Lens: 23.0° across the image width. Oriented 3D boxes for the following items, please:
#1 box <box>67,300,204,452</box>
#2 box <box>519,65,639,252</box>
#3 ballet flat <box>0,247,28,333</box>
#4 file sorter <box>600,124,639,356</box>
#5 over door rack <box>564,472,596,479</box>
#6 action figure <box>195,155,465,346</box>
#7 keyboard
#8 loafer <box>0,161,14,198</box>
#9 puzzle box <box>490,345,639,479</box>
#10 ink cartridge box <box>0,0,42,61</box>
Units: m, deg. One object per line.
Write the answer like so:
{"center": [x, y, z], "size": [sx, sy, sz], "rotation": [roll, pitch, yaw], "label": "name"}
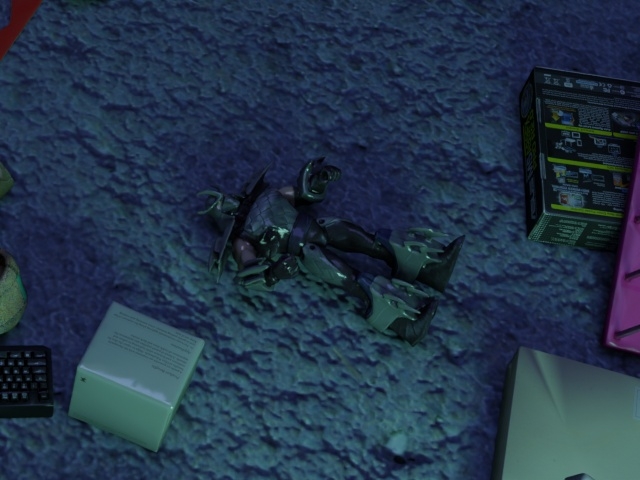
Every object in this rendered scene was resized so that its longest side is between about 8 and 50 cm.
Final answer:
{"center": [-0.180, 0.134, 1.531], "size": [0.101, 0.102, 0.087], "rotation": [23, 53, 0], "label": "box"}
{"center": [0.372, -0.086, 1.842], "size": [0.270, 0.060, 0.216], "rotation": [7, 57, -9], "label": "box"}
{"center": [-0.443, 0.028, 1.530], "size": [0.316, 0.106, 0.108], "rotation": [2, 57, -13], "label": "ballet flat"}
{"center": [0.449, -0.014, 1.680], "size": [0.202, 0.182, 0.291], "rotation": [15, 77, -8], "label": "file sorter"}
{"center": [0.282, 0.391, 1.428], "size": [0.324, 0.108, 0.239], "rotation": [36, 72, -14], "label": "over door rack"}
{"center": [0.000, 0.000, 1.670], "size": [0.285, 0.099, 0.185], "rotation": [22, 60, 4], "label": "action figure"}
{"center": [-0.351, 0.147, 1.527], "size": [0.180, 0.023, 0.108], "rotation": [0, 58, -13], "label": "keyboard"}
{"center": [-0.370, -0.099, 1.666], "size": [0.050, 0.056, 0.148], "rotation": [-20, 75, -26], "label": "loafer"}
{"center": [0.372, 0.285, 1.605], "size": [0.408, 0.052, 0.272], "rotation": [16, 55, -4], "label": "puzzle box"}
{"center": [-0.452, -0.306, 1.771], "size": [0.261, 0.066, 0.296], "rotation": [24, 55, 3], "label": "ink cartridge box"}
